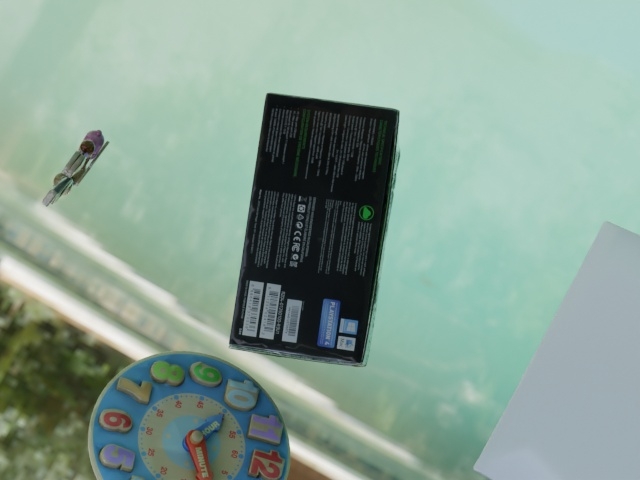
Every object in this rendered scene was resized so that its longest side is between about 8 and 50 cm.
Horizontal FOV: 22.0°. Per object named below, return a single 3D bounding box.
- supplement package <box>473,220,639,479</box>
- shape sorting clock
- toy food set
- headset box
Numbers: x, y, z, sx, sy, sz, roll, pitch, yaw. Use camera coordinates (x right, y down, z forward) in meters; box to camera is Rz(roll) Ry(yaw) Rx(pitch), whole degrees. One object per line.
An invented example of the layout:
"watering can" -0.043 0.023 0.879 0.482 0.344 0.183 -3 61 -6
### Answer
"supplement package" 0.211 0.107 0.802 0.134 0.139 0.244 27 177 41
"shape sorting clock" -0.128 0.202 1.645 0.206 0.206 0.040 30 143 -5
"toy food set" -0.235 -0.074 1.577 0.019 0.078 0.122 37 -172 -2
"headset box" 0.000 0.000 1.654 0.131 0.246 0.283 8 175 3
